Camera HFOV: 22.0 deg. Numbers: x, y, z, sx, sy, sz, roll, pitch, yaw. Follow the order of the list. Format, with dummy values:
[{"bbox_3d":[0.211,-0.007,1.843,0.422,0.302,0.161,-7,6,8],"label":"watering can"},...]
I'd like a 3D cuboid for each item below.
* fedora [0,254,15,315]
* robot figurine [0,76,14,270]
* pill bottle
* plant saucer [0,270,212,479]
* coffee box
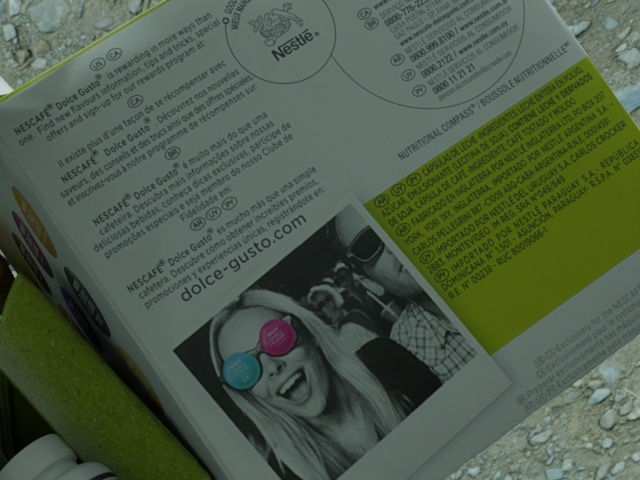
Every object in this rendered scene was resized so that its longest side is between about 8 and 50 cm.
[{"bbox_3d":[-0.295,0.011,1.170,0.194,0.079,0.194,46,2,-2],"label":"fedora"},{"bbox_3d":[-0.393,-0.089,1.890,0.278,0.209,0.174,44,-46,13],"label":"robot figurine"},{"bbox_3d":[-0.128,0.168,0.928,0.120,0.067,0.067,44,-4,16],"label":"pill bottle"},{"bbox_3d":[-0.148,0.139,1.044,0.188,0.045,0.188,44,-27,20],"label":"plant saucer"},{"bbox_3d":[0.000,0.000,1.122,0.334,0.338,0.337,55,-15,4],"label":"coffee box"}]
